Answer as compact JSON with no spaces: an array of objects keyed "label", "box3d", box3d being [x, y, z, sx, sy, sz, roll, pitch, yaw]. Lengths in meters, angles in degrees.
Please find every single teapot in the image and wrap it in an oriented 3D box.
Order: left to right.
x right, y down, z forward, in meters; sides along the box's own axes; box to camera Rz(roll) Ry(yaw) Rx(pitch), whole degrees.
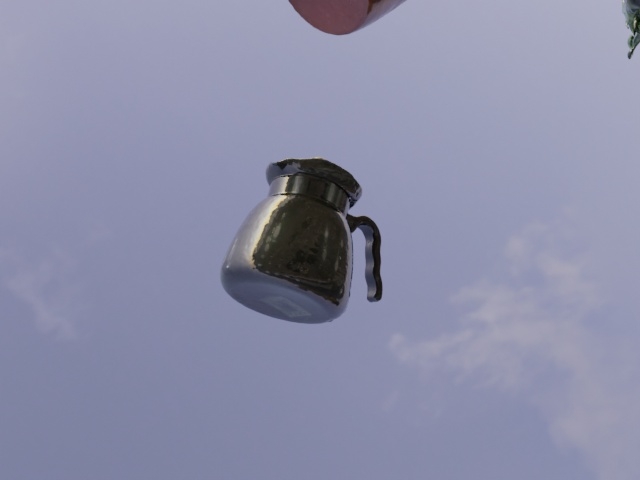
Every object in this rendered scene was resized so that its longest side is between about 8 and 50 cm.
[{"label":"teapot","box3d":[0.002,-0.009,1.681,0.305,0.223,0.285,18,-112,-9]}]

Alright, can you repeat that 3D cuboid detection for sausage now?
[{"label":"sausage","box3d":[0.080,-0.310,1.022,0.113,0.113,0.259,51,-126,-5]}]

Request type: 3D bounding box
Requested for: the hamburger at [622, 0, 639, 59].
[{"label":"hamburger","box3d":[0.456,-0.346,1.253,0.214,0.125,0.235,55,-131,-68]}]
